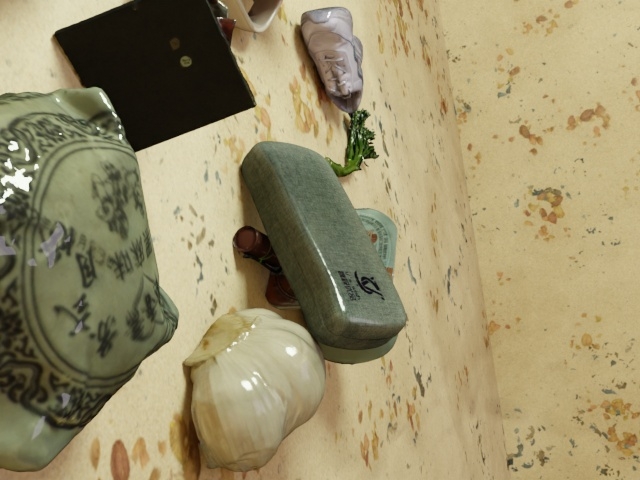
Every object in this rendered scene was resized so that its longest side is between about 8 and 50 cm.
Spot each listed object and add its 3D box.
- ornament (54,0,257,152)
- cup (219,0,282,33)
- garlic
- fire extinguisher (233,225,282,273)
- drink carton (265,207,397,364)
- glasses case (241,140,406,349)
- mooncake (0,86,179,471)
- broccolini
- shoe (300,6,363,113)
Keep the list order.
[{"bbox_3d":[-0.164,-0.231,0.889,0.196,0.166,0.153,-99,168,-48],"label":"ornament"},{"bbox_3d":[-0.059,-0.454,1.136,0.273,0.208,0.288,8,74,-72],"label":"cup"},{"bbox_3d":[-0.059,0.173,0.986,0.229,0.143,0.178,-78,152,-63],"label":"garlic"},{"bbox_3d":[-0.075,0.013,1.146,0.132,0.039,0.056,33,47,-65],"label":"fire extinguisher"},{"bbox_3d":[0.044,0.077,1.249,0.189,0.185,0.191,66,23,-44],"label":"drink carton"},{"bbox_3d":[0.000,0.000,1.099,0.131,0.074,0.323,6,46,-41],"label":"glasses case"},{"bbox_3d":[-0.215,0.014,0.620,0.254,0.136,0.250,-56,138,-61],"label":"mooncake"},{"bbox_3d":[0.057,-0.193,1.593,0.123,0.062,0.271,68,25,-9],"label":"broccolini"},{"bbox_3d":[0.029,-0.329,1.498,0.245,0.095,0.137,37,45,-72],"label":"shoe"}]
